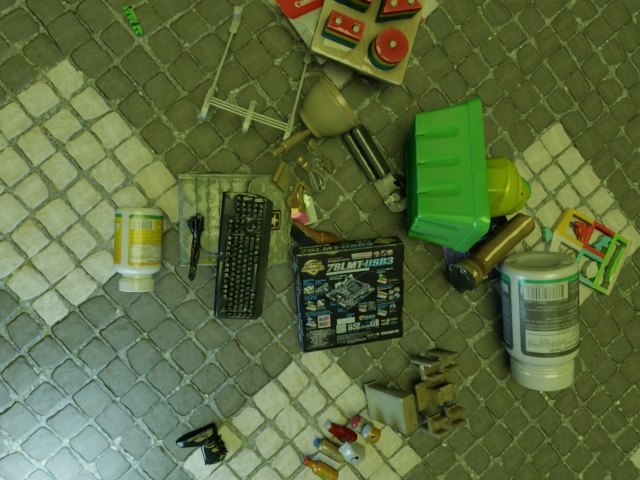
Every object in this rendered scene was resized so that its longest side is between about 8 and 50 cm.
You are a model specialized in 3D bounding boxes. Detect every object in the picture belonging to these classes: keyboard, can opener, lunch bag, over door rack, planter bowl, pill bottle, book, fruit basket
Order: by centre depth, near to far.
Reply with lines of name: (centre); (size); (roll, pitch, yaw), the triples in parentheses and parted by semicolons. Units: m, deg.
keyboard: (-0.226, 0.039, 1.192); (0.201, 0.033, 0.317); (5, 103, -7)
pill bottle: (-0.462, 0.022, 1.260); (0.118, 0.117, 0.208); (1, 91, -11)
lunch bag: (-0.211, -0.057, 1.275); (0.287, 0.169, 0.235); (0, 100, -10)
over door rack: (-0.161, -0.421, 1.322); (0.239, 0.108, 0.324); (17, 75, -13)
planter bowl: (0.012, -0.343, 1.334); (0.109, 0.162, 0.162); (-35, 99, 18)
fruit basket: (0.418, -0.159, 1.335); (0.392, 0.283, 0.392); (0, 73, -1)
book: (-0.089, -0.077, 1.374); (0.144, 0.035, 0.096); (-16, 98, -10)
can opener: (0.168, -0.203, 1.410); (0.280, 0.074, 0.093); (54, 48, -10)
pill bottle: (0.628, 0.227, 1.420); (0.204, 0.204, 0.361); (-10, 105, -11)

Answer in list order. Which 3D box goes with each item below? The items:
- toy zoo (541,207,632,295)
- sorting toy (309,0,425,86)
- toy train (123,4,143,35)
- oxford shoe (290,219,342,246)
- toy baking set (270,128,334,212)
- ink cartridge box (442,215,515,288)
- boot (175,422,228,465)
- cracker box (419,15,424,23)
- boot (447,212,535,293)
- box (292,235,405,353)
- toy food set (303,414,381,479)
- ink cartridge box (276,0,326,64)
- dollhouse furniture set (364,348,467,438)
toy zoo: (0.818, 0.026, 1.554); (0.293, 0.030, 0.192); (27, 87, -11)
sorting toy: (0.134, -0.564, 1.258); (0.255, 0.089, 0.257); (17, 85, -13)
toy train: (-0.486, -0.572, 1.290); (0.024, 0.017, 0.083); (-27, 96, -19)
oxford shoe: (0.000, 0.000, 1.380); (0.212, 0.076, 0.076); (36, 62, -18)
toy baking set: (-0.048, -0.188, 1.301); (0.256, 0.030, 0.196); (-49, 134, -42)
ink cartridge box: (0.472, 0.022, 1.480); (0.208, 0.045, 0.206); (-18, 96, -9)
boot: (-0.318, 0.561, 1.343); (0.121, 0.045, 0.099); (-20, 98, -11)
cracker box: (0.158, -0.650, 1.364); (0.232, 0.067, 0.156); (49, 63, -8)
boot: (0.472, 0.021, 1.350); (0.269, 0.236, 0.089); (-40, 81, -4)
box: (0.080, 0.146, 1.353); (0.295, 0.073, 0.293); (-7, 110, -10)
toy food set: (0.057, 0.556, 1.372); (0.104, 0.111, 0.232); (33, 117, -10)
ink cartridge box: (0.002, -0.605, 1.332); (0.181, 0.056, 0.224); (-41, 101, -33)
dollhouse furniture set: (0.275, 0.443, 1.430); (0.242, 0.161, 0.212); (-11, 94, -33)
